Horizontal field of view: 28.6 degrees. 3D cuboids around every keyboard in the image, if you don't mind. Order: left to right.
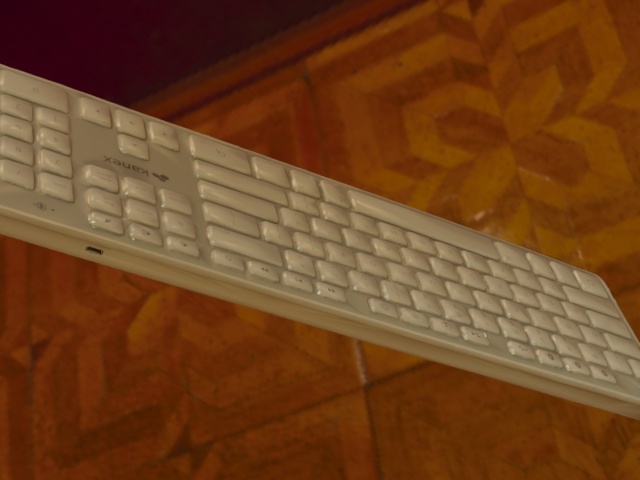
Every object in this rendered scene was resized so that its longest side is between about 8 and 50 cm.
[{"bbox_3d":[0.000,0.000,0.382,0.014,0.256,0.072,-54,31,32],"label":"keyboard"}]
